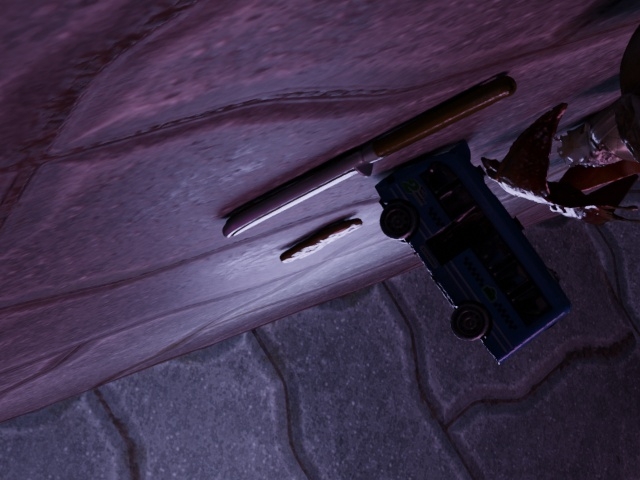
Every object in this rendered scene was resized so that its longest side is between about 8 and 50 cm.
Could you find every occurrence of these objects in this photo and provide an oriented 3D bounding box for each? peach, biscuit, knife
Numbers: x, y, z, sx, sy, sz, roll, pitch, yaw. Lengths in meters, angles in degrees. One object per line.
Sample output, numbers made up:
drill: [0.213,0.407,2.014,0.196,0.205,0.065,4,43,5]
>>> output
peach: [0.496,-0.138,2.052,0.279,0.068,0.189,-22,-178,-27]
biscuit: [0.000,0.000,1.639,0.071,0.018,0.147,-18,173,-46]
knife: [0.036,-0.070,1.116,0.343,0.027,0.061,-26,178,25]

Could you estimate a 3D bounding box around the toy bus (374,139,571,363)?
toy bus: [0.171,0.013,1.344,0.134,0.246,0.113,-35,172,7]

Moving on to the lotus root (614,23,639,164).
lotus root: [0.391,-0.159,0.961,0.349,0.175,0.175,-22,174,-9]

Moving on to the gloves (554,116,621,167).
gloves: [0.412,-0.144,1.650,0.153,0.070,0.114,-20,173,-28]

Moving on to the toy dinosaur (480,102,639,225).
toy dinosaur: [0.335,-0.084,1.524,0.327,0.113,0.206,19,-178,-33]

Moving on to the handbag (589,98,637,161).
handbag: [0.417,-0.171,1.319,0.256,0.079,0.219,-37,165,32]
